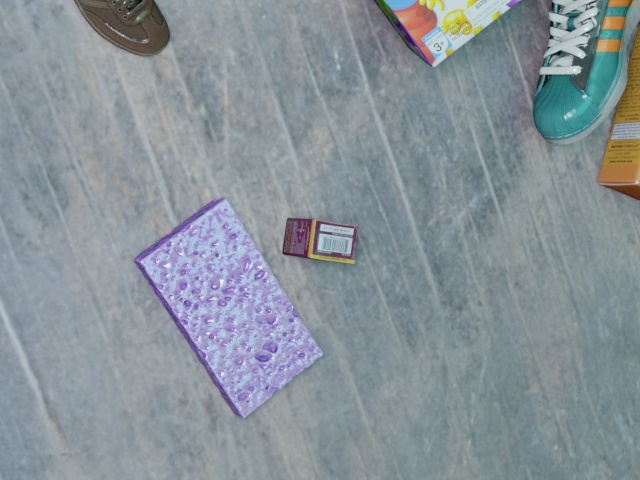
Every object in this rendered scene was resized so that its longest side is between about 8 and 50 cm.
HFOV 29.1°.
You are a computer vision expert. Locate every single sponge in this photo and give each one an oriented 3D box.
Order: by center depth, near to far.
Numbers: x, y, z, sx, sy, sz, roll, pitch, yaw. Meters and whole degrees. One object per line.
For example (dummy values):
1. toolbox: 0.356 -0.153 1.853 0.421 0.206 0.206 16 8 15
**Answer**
1. sponge: -0.097 0.072 1.328 0.117 0.031 0.210 -36 106 -18

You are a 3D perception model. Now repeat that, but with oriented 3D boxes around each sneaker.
1. sneaker: -0.219 -0.261 1.237 0.188 0.071 0.066 46 75 -18
2. sneaker: 0.306 -0.261 1.439 0.121 0.108 0.302 38 68 -41

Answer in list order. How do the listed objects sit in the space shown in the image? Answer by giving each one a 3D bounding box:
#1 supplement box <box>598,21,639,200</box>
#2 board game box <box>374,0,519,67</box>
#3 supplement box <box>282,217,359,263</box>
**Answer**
1. supplement box: 0.420 -0.169 1.523 0.078 0.080 0.233 18 83 -26
2. board game box: 0.083 -0.343 1.307 0.144 0.142 0.275 -38 107 6
3. supplement box: 0.000 0.000 1.339 0.055 0.083 0.043 8 89 -24
